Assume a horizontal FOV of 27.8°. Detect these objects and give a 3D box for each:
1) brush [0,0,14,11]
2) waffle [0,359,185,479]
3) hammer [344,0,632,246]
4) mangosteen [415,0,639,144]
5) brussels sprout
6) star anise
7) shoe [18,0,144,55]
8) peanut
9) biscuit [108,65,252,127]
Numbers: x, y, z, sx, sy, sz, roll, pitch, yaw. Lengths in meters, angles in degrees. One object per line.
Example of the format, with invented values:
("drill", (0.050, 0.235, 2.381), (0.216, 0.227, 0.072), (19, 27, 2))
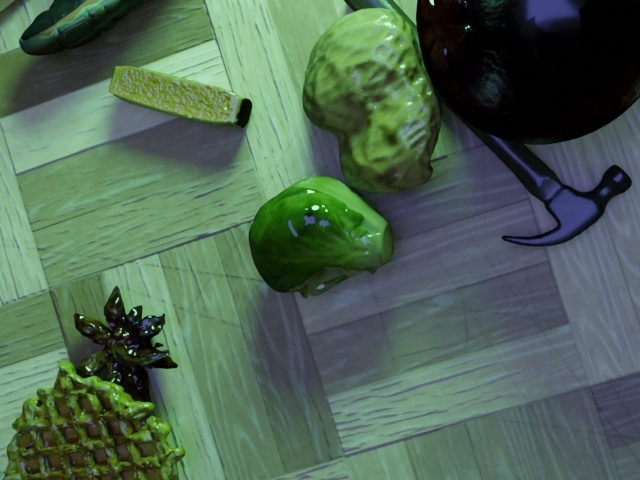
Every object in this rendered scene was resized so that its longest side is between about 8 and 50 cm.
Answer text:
("brush", (-0.448, -0.436, 1.738), (0.166, 0.174, 0.267), (47, 116, 22))
("waffle", (-0.306, 0.297, 1.737), (0.254, 0.052, 0.245), (31, 110, 12))
("hammer", (0.189, -0.175, 1.648), (0.168, 0.044, 0.440), (-43, 81, 8))
("mangosteen", (0.278, -0.265, 1.497), (0.346, 0.307, 0.307), (-12, 87, -29))
("brussels sprout", (-0.003, -0.007, 1.645), (0.183, 0.131, 0.146), (-22, 91, 16))
("star anise", (-0.268, 0.146, 1.745), (0.167, 0.057, 0.168), (0, 89, 24))
("shoe", (-0.301, -0.360, 1.719), (0.291, 0.114, 0.137), (-38, 87, 7))
("peanut", (0.067, -0.169, 1.619), (0.196, 0.110, 0.233), (-31, 86, 46))
("biscuit", (-0.186, -0.191, 1.725), (0.187, 0.056, 0.052), (16, 95, 11))
